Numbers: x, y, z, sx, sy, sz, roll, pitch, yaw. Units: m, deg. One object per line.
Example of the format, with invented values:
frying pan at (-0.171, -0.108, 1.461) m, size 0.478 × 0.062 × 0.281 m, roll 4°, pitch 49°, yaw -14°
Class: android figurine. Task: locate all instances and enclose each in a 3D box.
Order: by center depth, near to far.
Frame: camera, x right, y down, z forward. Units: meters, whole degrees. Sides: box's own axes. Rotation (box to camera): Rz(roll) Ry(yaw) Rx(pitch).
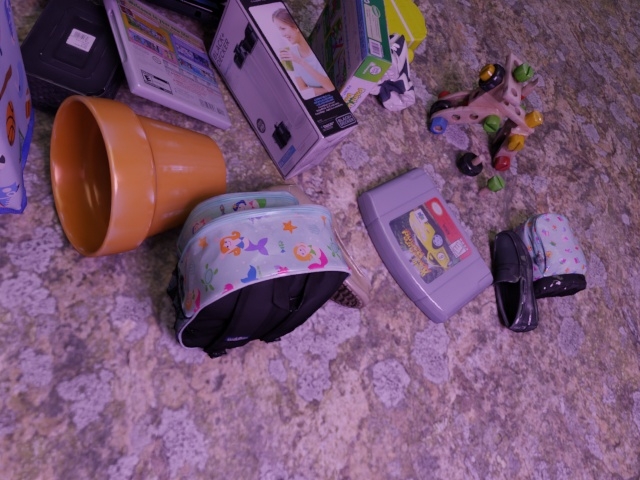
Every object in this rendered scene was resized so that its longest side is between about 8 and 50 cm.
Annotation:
android figurine at (0.154, -0.544, 1.121) m, size 0.272 × 0.056 × 0.248 m, roll -18°, pitch 77°, yaw -31°

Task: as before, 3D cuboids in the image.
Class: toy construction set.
toy construction set at (0.437, -0.318, 1.057) m, size 0.257 × 0.237 × 0.309 m, roll 46°, pitch 56°, yaw -2°

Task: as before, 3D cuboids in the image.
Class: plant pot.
plant pot at (-0.247, -0.090, 0.645) m, size 0.188 × 0.205 × 0.205 m, roll -11°, pitch 73°, yaw -47°

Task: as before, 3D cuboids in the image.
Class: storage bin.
storage bin at (-0.381, -0.286, 0.716) m, size 0.122 × 0.084 × 0.180 m, roll 19°, pitch 62°, yaw -19°

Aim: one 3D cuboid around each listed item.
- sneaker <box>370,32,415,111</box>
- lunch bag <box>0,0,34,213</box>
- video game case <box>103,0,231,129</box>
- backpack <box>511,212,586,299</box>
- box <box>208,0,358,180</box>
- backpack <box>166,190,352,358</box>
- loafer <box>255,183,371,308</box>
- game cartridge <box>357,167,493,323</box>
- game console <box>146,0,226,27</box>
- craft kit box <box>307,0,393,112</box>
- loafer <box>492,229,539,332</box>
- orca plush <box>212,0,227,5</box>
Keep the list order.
sneaker at (0.131, -0.398, 0.976) m, size 0.235 × 0.094 × 0.153 m, roll 17°, pitch 60°, yaw -51°
lunch bag at (-0.532, -0.194, 0.451) m, size 0.385 × 0.328 × 0.239 m, roll 1°, pitch 65°, yaw -24°
video game case at (-0.250, -0.297, 0.759) m, size 0.212 × 0.023 × 0.193 m, roll 5°, pitch 61°, yaw -62°
backpack at (0.508, 0.032, 1.014) m, size 0.151 × 0.115 × 0.182 m, roll 2°, pitch 65°, yaw -24°
box at (-0.075, -0.276, 0.812) m, size 0.087 × 0.169 × 0.290 m, roll -29°, pitch 88°, yaw -32°
backpack at (-0.087, 0.039, 0.621) m, size 0.225 × 0.253 × 0.191 m, roll -6°, pitch 72°, yaw -28°
loafer at (0.000, 0.000, 0.774) m, size 0.268 × 0.102 × 0.092 m, roll 49°, pitch 62°, yaw 0°
game cartridge at (0.207, 0.006, 0.909) m, size 0.196 × 0.060 × 0.294 m, roll -29°, pitch 83°, yaw -30°
game console at (-0.320, -0.467, 0.811) m, size 0.361 × 0.044 × 0.213 m, roll 9°, pitch 42°, yaw -28°
craft kit box at (0.038, -0.355, 0.864) m, size 0.060 × 0.246 × 0.250 m, roll 9°, pitch 65°, yaw -27°
loafer at (0.406, 0.082, 0.961) m, size 0.078 × 0.076 × 0.223 m, roll 9°, pitch 68°, yaw -32°
orca plush at (-0.147, -0.599, 0.963) m, size 0.287 × 0.102 × 0.151 m, roll -38°, pitch 89°, yaw -34°
